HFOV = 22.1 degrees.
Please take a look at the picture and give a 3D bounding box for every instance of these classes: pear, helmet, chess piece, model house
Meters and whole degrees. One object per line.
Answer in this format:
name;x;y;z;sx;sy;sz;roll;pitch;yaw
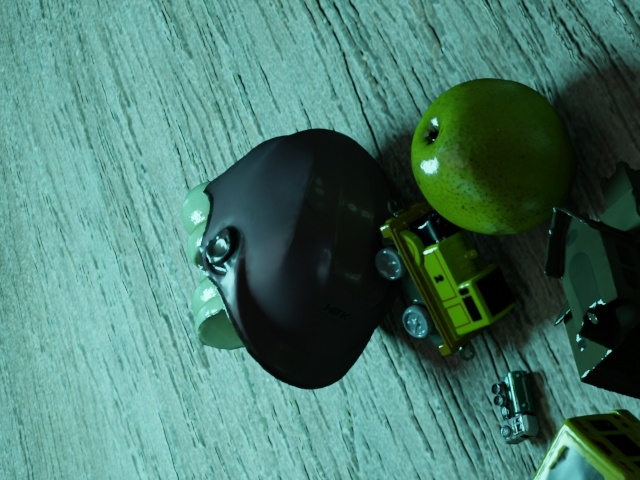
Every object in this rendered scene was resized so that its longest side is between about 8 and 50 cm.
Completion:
pear;0.203;-0.097;1.901;0.198;0.198;0.198;-7;81;50
helmet;0.000;0.000;2.080;0.197;0.271;0.338;-39;39;29
chess piece;-0.135;0.023;2.359;0.133;0.133;0.243;-44;48;38
model house;0.334;0.010;1.750;0.211;0.204;0.243;-49;35;36

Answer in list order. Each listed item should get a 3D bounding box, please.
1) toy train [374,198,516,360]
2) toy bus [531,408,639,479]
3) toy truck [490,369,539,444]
toy train;0.150;0.041;1.981;0.127;0.089;0.219;-23;94;44
toy bus;0.271;0.353;1.804;0.145;0.151;0.331;43;117;41
toy truck;0.234;0.198;1.953;0.044;0.039;0.083;-23;67;32
